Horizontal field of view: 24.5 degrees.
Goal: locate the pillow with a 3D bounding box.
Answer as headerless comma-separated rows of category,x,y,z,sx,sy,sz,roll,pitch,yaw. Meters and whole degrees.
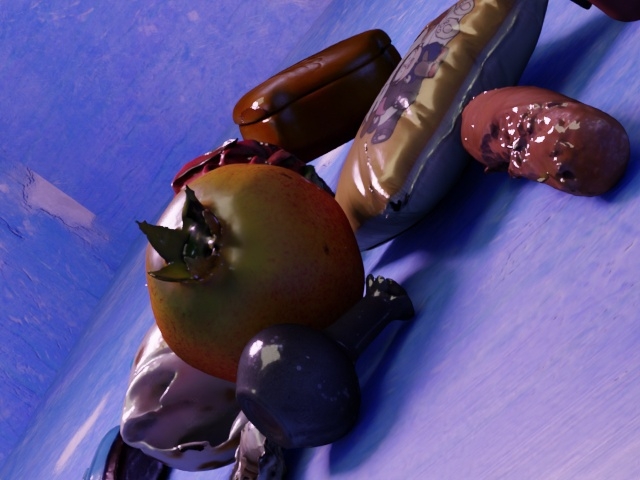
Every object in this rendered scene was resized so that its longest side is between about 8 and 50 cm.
pillow,0.115,-0.127,1.515,0.310,0.119,0.312,-60,3,-12

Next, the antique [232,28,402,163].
antique,0.002,-0.199,2.099,0.223,0.129,0.278,-19,13,47

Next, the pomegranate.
pomegranate,-0.072,0.029,1.435,0.221,0.221,0.256,-52,-33,10

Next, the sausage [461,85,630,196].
sausage,0.175,-0.088,1.246,0.079,0.087,0.326,-39,11,-2

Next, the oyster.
oyster,-0.054,0.204,1.422,0.166,0.053,0.108,-76,4,-46

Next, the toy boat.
toy boat,-0.253,0.300,1.863,0.097,0.100,0.223,-35,16,21

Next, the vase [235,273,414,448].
vase,0.010,0.102,1.332,0.183,0.120,0.120,-43,6,-22

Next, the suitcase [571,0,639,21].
suitcase,0.227,-0.357,1.294,0.236,0.297,0.161,-51,19,21

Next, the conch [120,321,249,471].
conch,-0.110,0.148,1.589,0.275,0.182,0.149,-48,-23,-30

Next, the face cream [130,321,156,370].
face cream,-0.204,0.100,2.363,0.285,0.067,0.139,-57,10,-18

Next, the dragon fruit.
dragon fruit,-0.112,-0.004,1.820,0.293,0.234,0.234,-31,19,21
